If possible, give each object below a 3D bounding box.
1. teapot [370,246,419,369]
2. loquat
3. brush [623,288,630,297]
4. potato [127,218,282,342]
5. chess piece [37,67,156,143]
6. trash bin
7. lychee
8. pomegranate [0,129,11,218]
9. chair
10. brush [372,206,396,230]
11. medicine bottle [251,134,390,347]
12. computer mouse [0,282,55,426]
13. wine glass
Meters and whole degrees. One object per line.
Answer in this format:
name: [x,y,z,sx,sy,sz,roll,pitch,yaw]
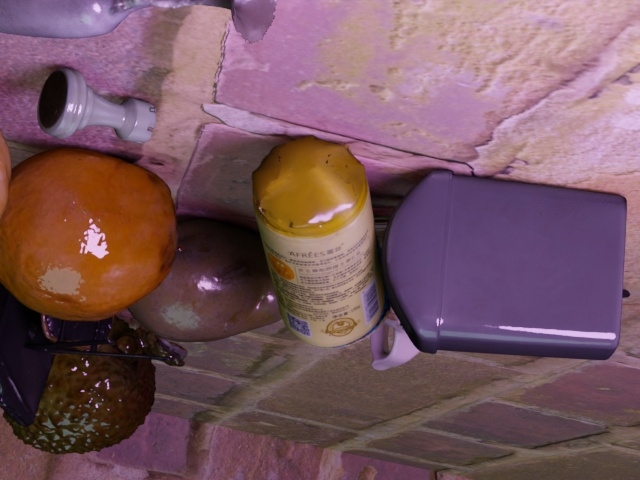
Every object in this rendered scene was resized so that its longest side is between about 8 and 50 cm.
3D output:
teapot: [0.144,0.072,1.538,0.204,0.139,0.298,12,165,-20]
loquat: [-0.258,-0.008,1.452,0.234,0.176,0.187,8,125,-27]
brush: [0.286,0.060,1.624,0.193,0.016,0.063,1,162,33]
potato: [-0.137,0.052,1.634,0.235,0.160,0.178,0,-155,-11]
chess piece: [-0.210,-0.122,1.252,0.103,0.067,0.067,12,166,-37]
trash bin: [0.178,0.026,1.306,0.236,0.177,0.101,5,163,6]
lychee: [-0.401,0.235,2.244,0.269,0.270,0.320,17,127,-21]
pomegranate: [-0.435,-0.062,1.297,0.260,0.261,0.260,10,164,3]
chair: [-0.321,0.082,1.839,0.246,0.159,0.172,0,163,31]
brush: [0.056,-0.021,1.450,0.233,0.047,0.103,1,163,14]
medicine bottle: [0.000,0.000,1.333,0.124,0.124,0.239,6,143,15]
computer mouse: [-0.449,0.131,1.890,0.087,0.295,0.168,-10,128,8]
wine glass: [-0.163,-0.184,0.998,0.262,0.074,0.074,5,163,24]
